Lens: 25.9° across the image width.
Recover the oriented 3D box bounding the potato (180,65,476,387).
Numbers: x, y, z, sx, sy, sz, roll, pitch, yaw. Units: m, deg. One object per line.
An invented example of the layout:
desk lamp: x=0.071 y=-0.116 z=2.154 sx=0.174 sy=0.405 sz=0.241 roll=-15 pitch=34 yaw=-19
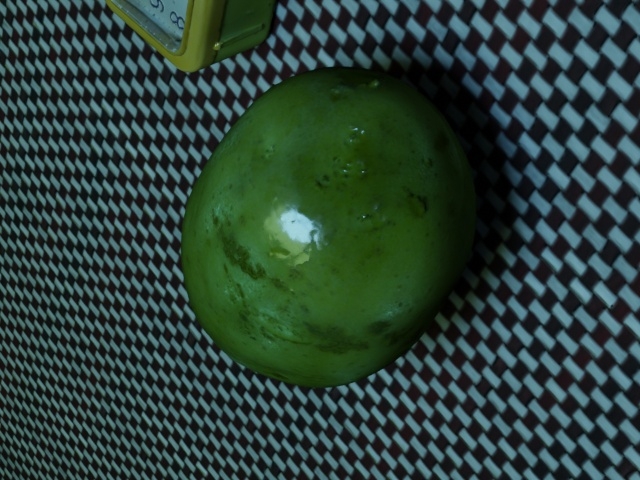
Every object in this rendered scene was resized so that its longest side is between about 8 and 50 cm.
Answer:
potato: x=-0.003 y=-0.001 z=1.052 sx=0.216 sy=0.216 sz=0.304 roll=58 pitch=142 yaw=6

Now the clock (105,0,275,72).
clock: x=-0.101 y=-0.250 z=1.109 sx=0.143 sy=0.096 sz=0.202 roll=39 pitch=139 yaw=25
